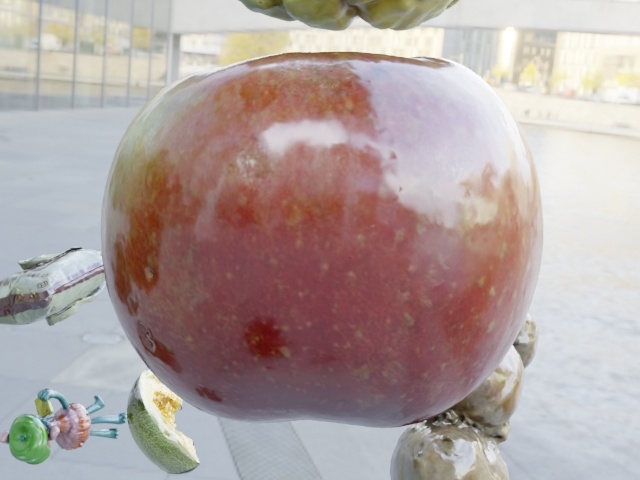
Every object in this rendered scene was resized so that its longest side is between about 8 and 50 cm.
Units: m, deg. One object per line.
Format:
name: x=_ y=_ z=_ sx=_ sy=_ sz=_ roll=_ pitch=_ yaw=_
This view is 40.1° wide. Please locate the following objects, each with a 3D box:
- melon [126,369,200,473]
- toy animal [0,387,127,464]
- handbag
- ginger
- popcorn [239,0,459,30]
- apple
melon: x=-0.230 y=0.245 z=1.198 sx=0.079 sy=0.128 sz=0.160 roll=-32 pitch=40 yaw=7
toy animal: x=-0.387 y=0.272 z=1.324 sx=0.100 sy=0.103 sz=0.208 roll=-3 pitch=-4 yaw=28
handbag: x=-0.490 y=0.088 z=1.572 sx=0.213 sy=0.127 sz=0.235 roll=-16 pitch=5 yaw=29
ginger: x=0.183 y=0.215 z=1.090 sx=0.155 sy=0.304 sz=0.244 roll=17 pitch=-5 yaw=29
popcorn: x=0.020 y=-0.350 z=0.845 sx=0.293 sy=0.334 sz=0.292 roll=-36 pitch=-8 yaw=15
apple: x=0.000 y=0.000 z=0.692 sx=0.348 sy=0.277 sz=0.348 roll=-1 pitch=6 yaw=0
